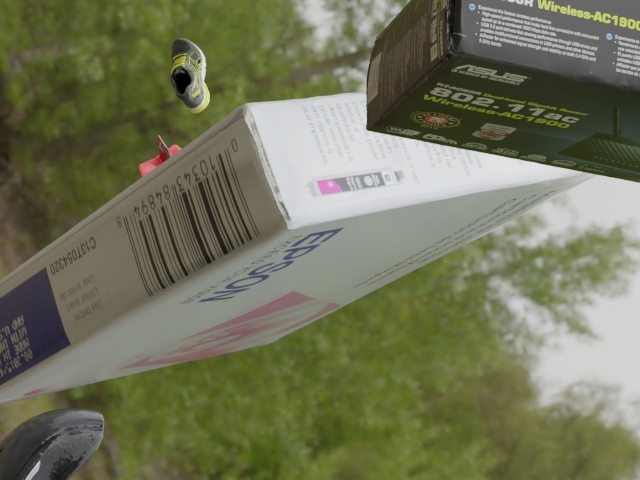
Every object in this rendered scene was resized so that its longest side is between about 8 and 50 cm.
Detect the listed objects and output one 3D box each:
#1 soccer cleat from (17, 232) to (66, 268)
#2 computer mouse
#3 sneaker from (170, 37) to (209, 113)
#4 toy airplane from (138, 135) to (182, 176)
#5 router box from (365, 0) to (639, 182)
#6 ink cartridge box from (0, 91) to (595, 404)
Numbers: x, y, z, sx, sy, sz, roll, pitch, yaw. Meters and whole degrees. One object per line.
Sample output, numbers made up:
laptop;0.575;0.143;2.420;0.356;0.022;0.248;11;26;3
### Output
soccer cleat;-0.191;0.021;1.042;0.036;0.083;0.029;12;48;-50
computer mouse;-0.318;0.265;1.438;0.060;0.262;0.184;53;-11;-26
sneaker;-0.127;-0.162;1.360;0.035;0.031;0.083;36;30;-56
toy airplane;-0.154;-0.052;1.655;0.028;0.151;0.151;-29;-104;51
router box;0.085;-0.054;0.474;0.092;0.122;0.038;140;-43;-72
ink cartridge box;0.000;0.000;0.826;0.324;0.330;0.071;-30;-106;47
